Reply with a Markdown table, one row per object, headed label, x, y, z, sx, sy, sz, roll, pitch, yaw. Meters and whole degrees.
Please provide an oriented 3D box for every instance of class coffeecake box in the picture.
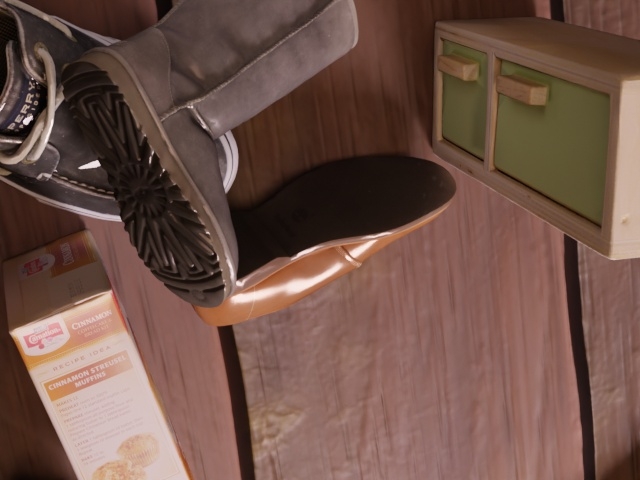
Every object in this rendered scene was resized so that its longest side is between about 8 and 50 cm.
| label | x | y | z | sx | sy | sz | roll | pitch | yaw |
| --- | --- | --- | --- | --- | --- | --- | --- | --- | --- |
| coffeecake box | -0.145 | 0.103 | 0.768 | 0.068 | 0.142 | 0.185 | -22 | 111 | -9 |

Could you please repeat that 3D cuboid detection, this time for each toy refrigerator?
| label | x | y | z | sx | sy | sz | roll | pitch | yaw |
| --- | --- | --- | --- | --- | --- | --- | --- | --- | --- |
| toy refrigerator | 0.154 | -0.077 | 0.732 | 0.094 | 0.269 | 0.102 | -5 | 108 | -14 |

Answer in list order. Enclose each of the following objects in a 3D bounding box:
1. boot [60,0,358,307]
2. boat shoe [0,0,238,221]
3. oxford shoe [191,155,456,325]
| label | x | y | z | sx | sy | sz | roll | pitch | yaw |
| --- | --- | --- | --- | --- | --- | --- | --- | --- | --- |
| boot | -0.048 | -0.086 | 0.734 | 0.208 | 0.076 | 0.189 | -44 | 124 | -43 |
| boat shoe | -0.199 | -0.089 | 0.706 | 0.335 | 0.119 | 0.121 | 22 | 99 | -22 |
| oxford shoe | 0.000 | 0.000 | 0.831 | 0.212 | 0.076 | 0.076 | -22 | 141 | -11 |
